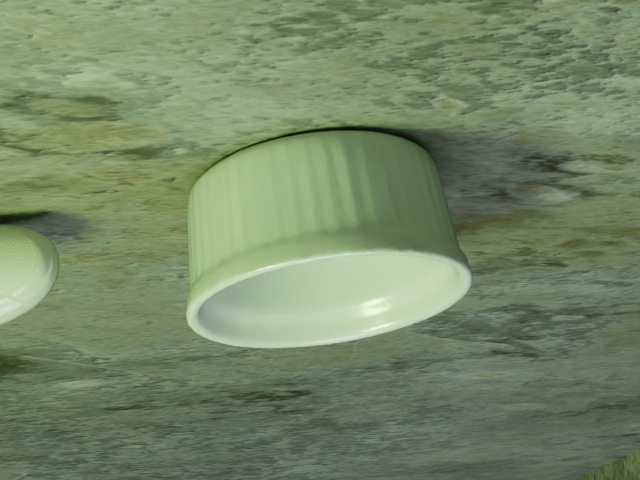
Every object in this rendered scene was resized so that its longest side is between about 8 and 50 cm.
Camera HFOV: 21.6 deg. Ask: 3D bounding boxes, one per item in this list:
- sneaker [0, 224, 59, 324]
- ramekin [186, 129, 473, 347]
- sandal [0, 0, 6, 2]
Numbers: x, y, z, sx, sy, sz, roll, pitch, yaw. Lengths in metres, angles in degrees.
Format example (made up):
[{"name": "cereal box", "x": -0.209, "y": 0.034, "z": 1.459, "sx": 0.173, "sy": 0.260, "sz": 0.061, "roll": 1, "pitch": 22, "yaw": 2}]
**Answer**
[{"name": "sneaker", "x": -0.401, "y": 0.025, "z": 1.571, "sx": 0.292, "sy": 0.108, "sz": 0.169, "roll": -7, "pitch": 164, "yaw": 0}, {"name": "ramekin", "x": 0.000, "y": 0.000, "z": 1.629, "sx": 0.277, "sy": 0.135, "sz": 0.277, "roll": -8, "pitch": 160, "yaw": -3}, {"name": "sandal", "x": -0.239, "y": -0.214, "z": 1.000, "sx": 0.120, "sy": 0.086, "sz": 0.303, "roll": -7, "pitch": 160, "yaw": -3}]
